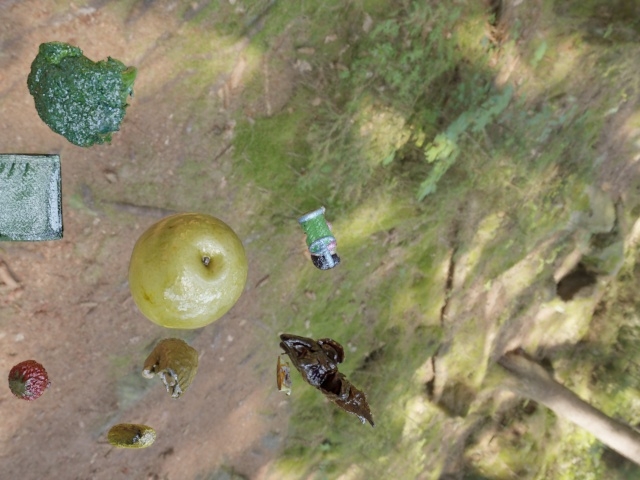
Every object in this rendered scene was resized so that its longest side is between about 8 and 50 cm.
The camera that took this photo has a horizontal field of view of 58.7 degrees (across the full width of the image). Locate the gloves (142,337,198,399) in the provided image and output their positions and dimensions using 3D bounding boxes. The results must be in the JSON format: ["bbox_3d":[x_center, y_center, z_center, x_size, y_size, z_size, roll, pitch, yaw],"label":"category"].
[{"bbox_3d":[-0.569,0.466,2.176,0.356,0.203,0.155,-127,-123,-69],"label":"gloves"}]

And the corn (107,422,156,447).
[{"bbox_3d":[-0.534,0.551,1.606,0.203,0.072,0.072,-16,-162,42],"label":"corn"}]

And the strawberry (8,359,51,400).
[{"bbox_3d":[-0.995,0.474,1.927,0.145,0.145,0.086,-65,169,24],"label":"strawberry"}]

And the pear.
[{"bbox_3d":[-0.386,0.089,1.650,0.348,0.348,0.348,-51,163,-22],"label":"pear"}]

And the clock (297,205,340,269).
[{"bbox_3d":[0.000,0.000,1.756,0.100,0.195,0.194,-22,-173,2],"label":"clock"}]

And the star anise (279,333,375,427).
[{"bbox_3d":[0.023,0.263,1.146,0.102,0.272,0.272,-48,163,-11],"label":"star anise"}]

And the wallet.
[{"bbox_3d":[-0.739,-0.109,1.439,0.160,0.055,0.236,-3,116,-26],"label":"wallet"}]

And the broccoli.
[{"bbox_3d":[-0.563,-0.357,1.368,0.245,0.295,0.265,-54,127,-49],"label":"broccoli"}]

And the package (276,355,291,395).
[{"bbox_3d":[-0.118,0.430,1.806,0.120,0.031,0.108,64,20,-66],"label":"package"}]
